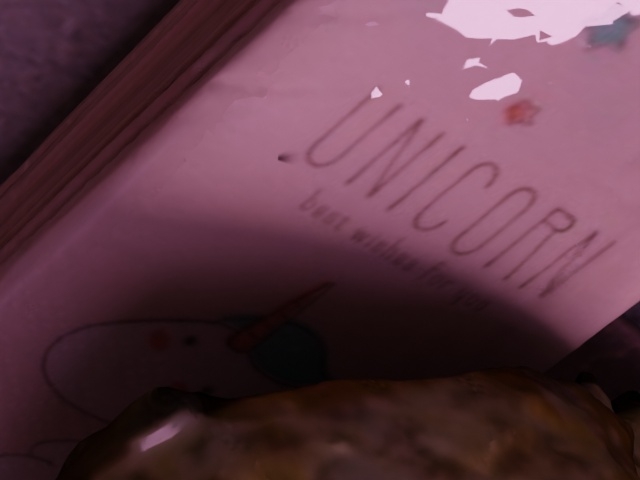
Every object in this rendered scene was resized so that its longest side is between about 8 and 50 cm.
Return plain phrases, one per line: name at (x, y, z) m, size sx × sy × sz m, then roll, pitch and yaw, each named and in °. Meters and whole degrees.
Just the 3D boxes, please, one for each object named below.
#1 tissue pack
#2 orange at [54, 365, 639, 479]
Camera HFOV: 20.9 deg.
tissue pack at (0.000, 0.000, 0.531) m, size 0.170 × 0.071 × 0.325 m, roll 30°, pitch 123°, yaw -31°
orange at (0.038, 0.191, 0.556) m, size 0.271 × 0.210 × 0.369 m, roll -37°, pitch 151°, yaw 15°
